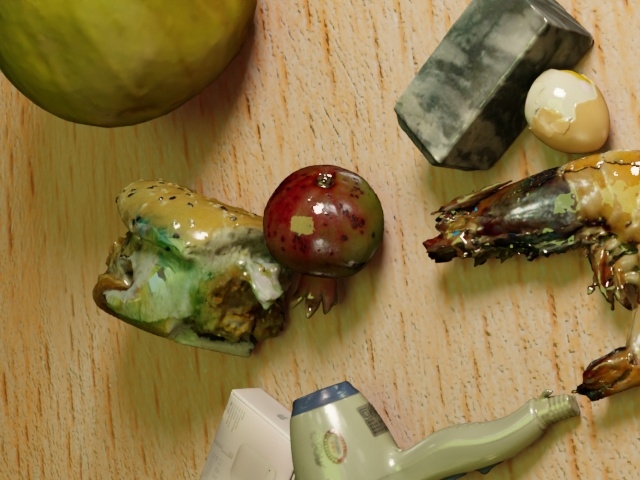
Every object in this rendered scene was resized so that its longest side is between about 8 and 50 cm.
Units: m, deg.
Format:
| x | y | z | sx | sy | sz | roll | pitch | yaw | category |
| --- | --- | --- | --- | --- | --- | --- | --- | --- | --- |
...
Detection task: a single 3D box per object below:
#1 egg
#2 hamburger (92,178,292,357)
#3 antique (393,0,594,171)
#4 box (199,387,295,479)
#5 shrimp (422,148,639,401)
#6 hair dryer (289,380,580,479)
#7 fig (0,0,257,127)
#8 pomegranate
| x | y | z | sx | sy | sz | roll | pitch | yaw | category |
| --- | --- | --- | --- | --- | --- | --- | --- | --- | --- |
| 0.226 | -0.115 | 1.058 | 0.083 | 0.071 | 0.071 | 43 | 115 | 28 | egg |
| -0.160 | 0.026 | 1.326 | 0.288 | 0.192 | 0.168 | 20 | 91 | 40 | hamburger |
| 0.159 | -0.153 | 1.109 | 0.183 | 0.088 | 0.086 | -53 | 55 | 26 | antique |
| -0.066 | 0.255 | 1.307 | 0.129 | 0.051 | 0.130 | 33 | 109 | 38 | box |
| 0.220 | 0.036 | 1.064 | 0.290 | 0.054 | 0.222 | -7 | 83 | 37 | shrimp |
| 0.110 | 0.288 | 1.133 | 0.298 | 0.119 | 0.296 | -2 | 92 | 29 | hair dryer |
| -0.250 | -0.305 | 1.309 | 0.343 | 0.343 | 0.344 | -3 | 85 | 41 | fig |
| -0.006 | -0.004 | 1.225 | 0.129 | 0.129 | 0.159 | 54 | 125 | 30 | pomegranate |
